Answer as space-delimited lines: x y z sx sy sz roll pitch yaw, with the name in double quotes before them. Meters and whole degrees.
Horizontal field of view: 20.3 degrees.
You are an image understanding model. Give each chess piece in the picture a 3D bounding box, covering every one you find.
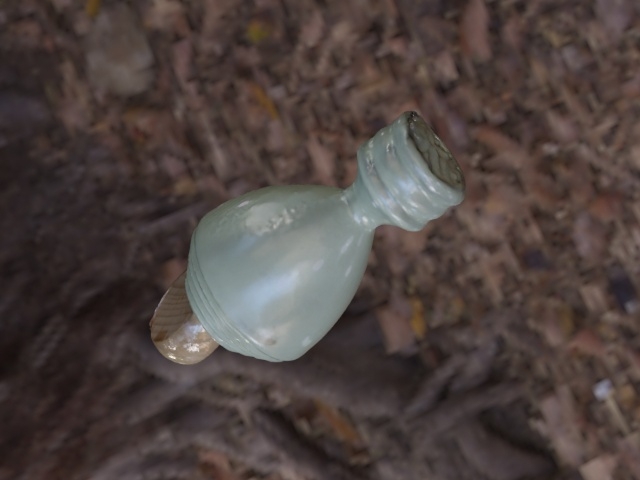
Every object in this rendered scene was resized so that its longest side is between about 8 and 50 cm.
"chess piece" -0.098 0.057 1.407 0.038 0.084 0.083 37 170 -25

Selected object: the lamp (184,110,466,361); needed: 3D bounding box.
"lamp" 0.000 0.000 1.086 0.193 0.106 0.106 -34 78 23
